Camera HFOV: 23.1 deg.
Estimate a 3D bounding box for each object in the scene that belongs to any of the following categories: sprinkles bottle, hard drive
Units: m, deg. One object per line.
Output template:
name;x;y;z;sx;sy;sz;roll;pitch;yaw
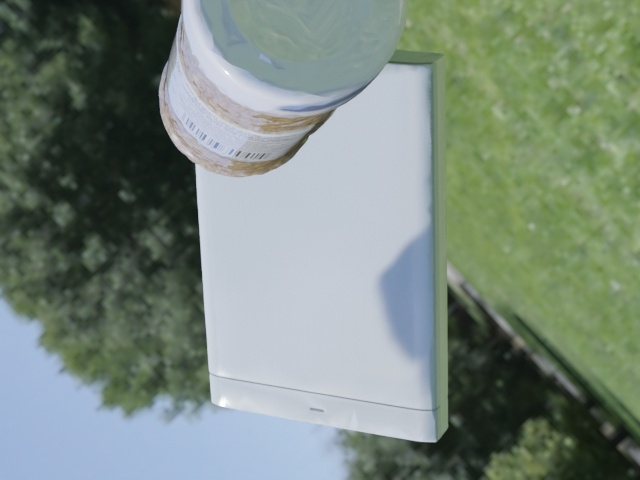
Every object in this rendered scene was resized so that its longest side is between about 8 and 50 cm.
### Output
sprinkles bottle;-0.037;-0.118;0.997;0.121;0.121;0.355;47;171;-3
hard drive;0.000;0.000;1.411;0.233;0.353;0.047;7;-158;23
